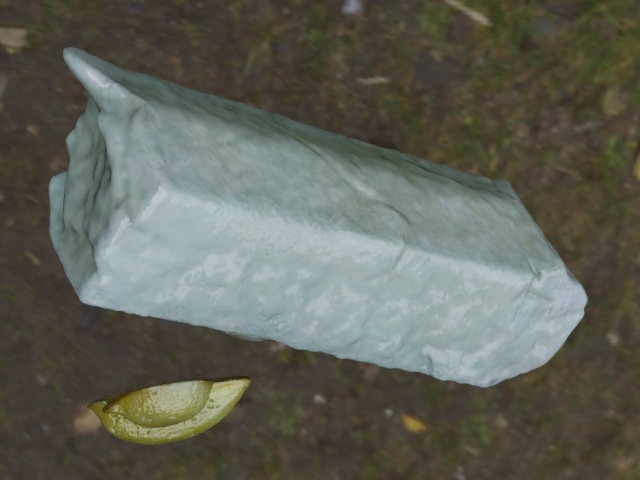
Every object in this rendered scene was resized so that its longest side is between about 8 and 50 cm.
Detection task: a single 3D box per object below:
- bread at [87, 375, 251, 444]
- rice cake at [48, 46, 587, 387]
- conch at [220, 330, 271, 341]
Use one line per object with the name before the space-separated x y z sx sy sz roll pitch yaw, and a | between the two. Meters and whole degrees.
bread | -0.158 0.187 1.907 0.188 0.149 0.065 -4 76 -27
rice cake | 0.001 0.000 0.565 0.206 0.069 0.063 12 124 -37
conch | -0.022 0.020 1.330 0.173 0.106 0.116 -15 81 -14
